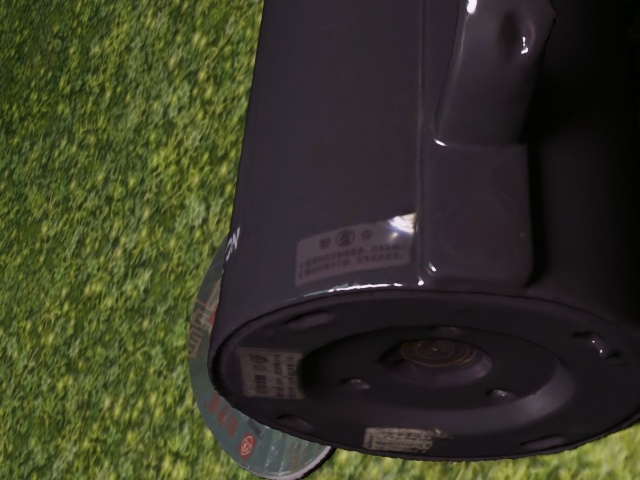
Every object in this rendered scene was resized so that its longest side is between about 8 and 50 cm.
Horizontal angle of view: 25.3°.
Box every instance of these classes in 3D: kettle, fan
[{"bbox_3d":[0.046,-0.081,0.681,0.203,0.262,0.308,-10,60,24],"label":"kettle"},{"bbox_3d":[-0.020,0.013,0.947,0.223,0.012,0.294,-11,64,54],"label":"fan"}]
